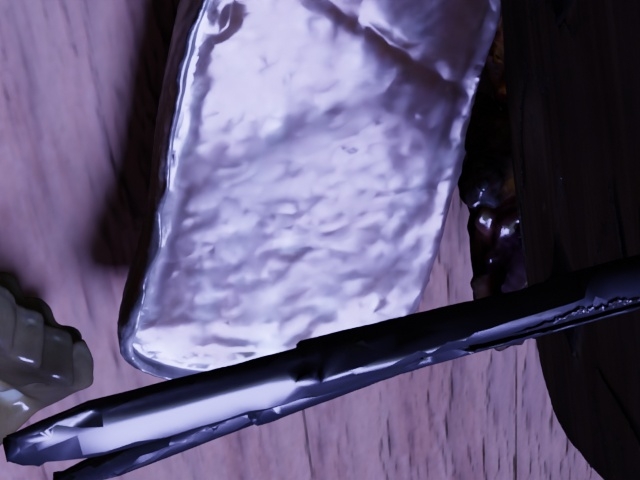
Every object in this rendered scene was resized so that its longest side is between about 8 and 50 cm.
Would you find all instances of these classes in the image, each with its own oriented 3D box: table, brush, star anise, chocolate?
[{"bbox_3d":[0.000,0.000,0.701,0.249,0.317,0.317,-10,136,-6],"label":"table"},{"bbox_3d":[-0.206,0.009,0.783,0.084,0.071,0.301,-41,138,1],"label":"brush"},{"bbox_3d":[0.119,-0.069,0.993,0.272,0.103,0.272,-39,137,-49],"label":"star anise"},{"bbox_3d":[-0.015,-0.052,0.886,0.157,0.080,0.254,1,120,-24],"label":"chocolate"}]
